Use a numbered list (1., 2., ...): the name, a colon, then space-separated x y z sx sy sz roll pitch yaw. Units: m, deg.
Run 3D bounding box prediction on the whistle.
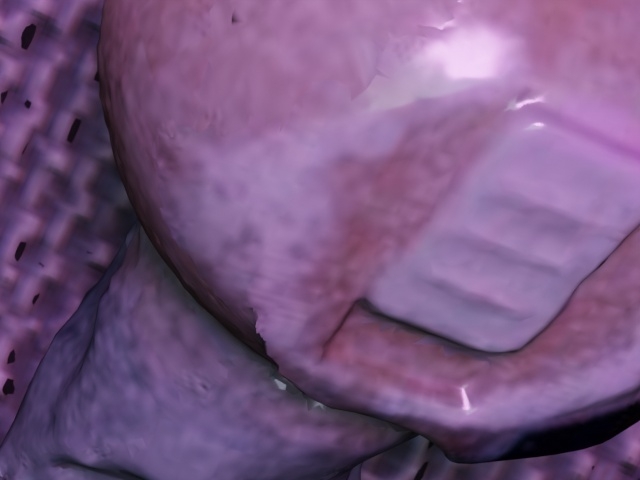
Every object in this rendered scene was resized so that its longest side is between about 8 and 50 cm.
1. whistle: 0.000 0.000 0.539 0.189 0.189 0.348 32 122 -5
